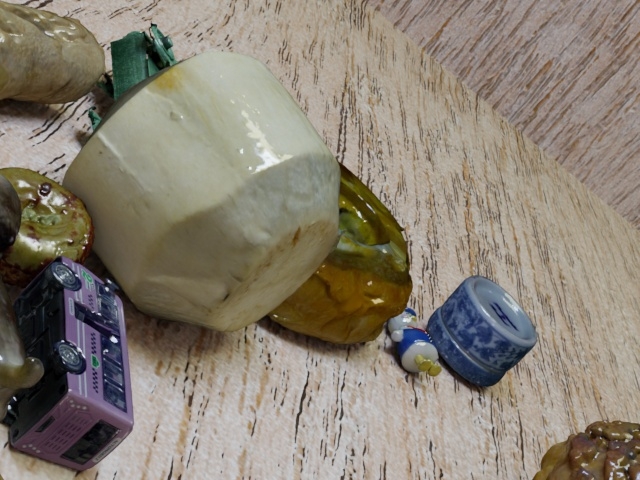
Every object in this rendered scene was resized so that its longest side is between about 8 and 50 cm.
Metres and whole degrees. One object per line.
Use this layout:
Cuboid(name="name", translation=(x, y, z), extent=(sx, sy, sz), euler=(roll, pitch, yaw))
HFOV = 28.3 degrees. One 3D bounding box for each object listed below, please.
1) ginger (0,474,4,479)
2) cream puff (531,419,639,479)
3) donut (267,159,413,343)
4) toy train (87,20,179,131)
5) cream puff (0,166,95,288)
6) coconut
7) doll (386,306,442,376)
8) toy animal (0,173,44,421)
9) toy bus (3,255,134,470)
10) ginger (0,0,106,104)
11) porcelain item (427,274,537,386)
Cuboid(name="ginger", translation=(-0.305, 0.194, 0.962), extent=(0.115, 0.081, 0.205), euler=(61, 20, 14))
Cuboid(name="cream puff", translation=(0.432, 0.387, 1.655), extent=(0.327, 0.231, 0.343), euler=(35, 23, -27))
Cuboid(name="donut", translation=(0.000, 0.000, 1.726), extent=(0.330, 0.160, 0.330), euler=(39, 29, -27))
Cuboid(name="toy train", translation=(-0.235, -0.169, 1.743), extent=(0.307, 0.126, 0.189), euler=(-106, 175, -53))
Cuboid(name="cream puff", translation=(-0.309, -0.007, 1.316), extent=(0.149, 0.084, 0.149), euler=(24, 33, -16))
Cuboid(name="coconut", translation=(-0.139, -0.062, 1.450), extent=(0.323, 0.323, 0.323), euler=(35, 23, -17))
Cuboid(name="doll", translation=(0.130, 0.142, 1.833), extent=(0.099, 0.057, 0.143), euler=(33, 17, -35))
Cuboid(name="toy animal", translation=(-0.316, 0.053, 1.096), extent=(0.121, 0.168, 0.233), euler=(19, 41, -50))
Cuboid(name="toy bus", translation=(-0.237, 0.113, 1.205), extent=(0.108, 0.096, 0.199), euler=(33, 25, -33))
Cuboid(name="ginger", translation=(-0.402, -0.236, 1.530), extent=(0.354, 0.126, 0.190), euler=(6, 36, -51))
Cuboid(name="porcelain item", translation=(0.243, 0.140, 1.941), extent=(0.147, 0.114, 0.147), euler=(34, 25, -18))
